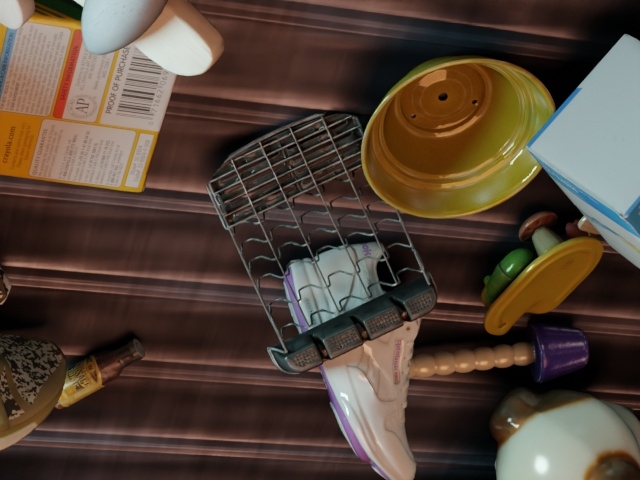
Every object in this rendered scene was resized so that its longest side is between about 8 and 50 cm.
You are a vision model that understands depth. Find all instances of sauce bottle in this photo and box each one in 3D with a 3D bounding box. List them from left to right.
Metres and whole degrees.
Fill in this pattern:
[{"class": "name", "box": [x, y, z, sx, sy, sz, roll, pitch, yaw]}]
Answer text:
[{"class": "sauce bottle", "box": [-0.271, 0.158, 2.126, 0.128, 0.042, 0.042, -31, 130, 12]}]

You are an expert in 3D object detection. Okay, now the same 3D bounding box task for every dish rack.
[{"class": "dish rack", "box": [0.000, 0.000, 1.981, 0.208, 0.074, 0.271, -25, 100, -6]}]

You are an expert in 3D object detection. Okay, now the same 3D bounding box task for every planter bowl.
[{"class": "planter bowl", "box": [0.142, -0.134, 1.932, 0.217, 0.090, 0.217, -7, 133, -8]}]

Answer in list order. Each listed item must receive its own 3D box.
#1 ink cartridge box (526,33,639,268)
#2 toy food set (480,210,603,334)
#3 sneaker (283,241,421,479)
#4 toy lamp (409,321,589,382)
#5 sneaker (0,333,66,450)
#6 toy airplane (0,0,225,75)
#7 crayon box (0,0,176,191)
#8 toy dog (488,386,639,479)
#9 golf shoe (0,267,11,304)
[{"class": "ink cartridge box", "box": [0.375, -0.070, 1.918, 0.171, 0.168, 0.233, -49, 136, -1]}, {"class": "toy food set", "box": [0.265, 0.021, 2.123, 0.128, 0.071, 0.218, 4, 136, -48]}, {"class": "sneaker", "box": [0.071, 0.145, 2.091, 0.152, 0.114, 0.305, -23, 104, -4]}, {"class": "toy lamp", "box": [0.197, 0.150, 2.205, 0.275, 0.080, 0.080, -8, 132, -7]}, {"class": "sneaker", "box": [-0.413, 0.121, 1.883, 0.410, 0.158, 0.182, -2, 129, -51]}, {"class": "toy airplane", "box": [-0.284, -0.323, 1.534, 0.386, 0.272, 0.384, 2, 117, 14]}, {"class": "crayon box", "box": [-0.317, -0.168, 1.798, 0.323, 0.083, 0.203, 7, 129, -20]}, {"class": "toy dog", "box": [0.281, 0.365, 2.261, 0.395, 0.284, 0.408, -9, 130, -35]}, {"class": "golf shoe", "box": [-0.384, 0.025, 1.967, 0.094, 0.077, 0.198, 3, 139, -28]}]
